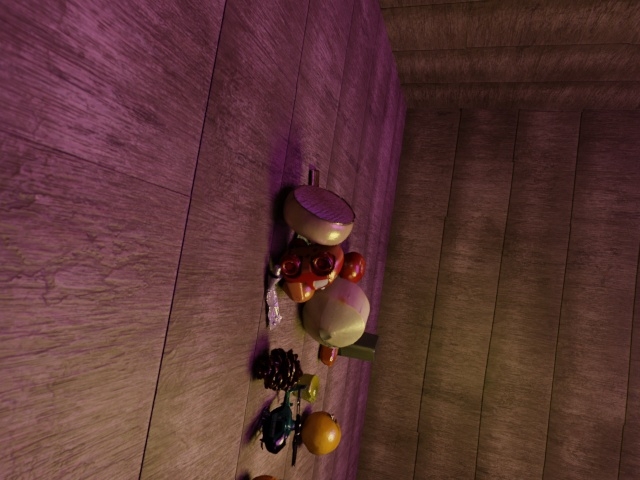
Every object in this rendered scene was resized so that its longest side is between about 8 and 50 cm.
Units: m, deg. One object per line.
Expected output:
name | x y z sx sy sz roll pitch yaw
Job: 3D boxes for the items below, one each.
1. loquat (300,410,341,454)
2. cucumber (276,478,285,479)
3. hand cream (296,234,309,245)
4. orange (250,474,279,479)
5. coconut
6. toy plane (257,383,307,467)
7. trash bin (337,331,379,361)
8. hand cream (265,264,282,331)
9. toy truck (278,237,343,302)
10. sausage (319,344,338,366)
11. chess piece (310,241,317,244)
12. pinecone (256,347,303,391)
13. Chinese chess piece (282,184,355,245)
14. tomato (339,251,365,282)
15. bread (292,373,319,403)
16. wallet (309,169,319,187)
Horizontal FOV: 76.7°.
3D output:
loquat | 0.005 0.958 2.019 0.208 0.208 0.208 7 90 -71
cucumber | -0.162 1.055 1.616 0.191 0.191 0.130 6 100 -71
hand cream | -0.071 0.037 1.699 0.175 0.046 0.095 67 38 -53
orange | -0.206 0.940 1.433 0.161 0.193 0.193 47 49 -37
coconut | 0.070 0.333 1.851 0.323 0.323 0.322 7 90 -71
toy plane | -0.144 0.690 1.576 0.381 0.155 0.106 -81 170 -68
trash bin | 0.235 0.645 2.512 0.164 0.241 0.122 -56 149 -55
hand cream | -0.169 0.206 1.478 0.084 0.050 0.256 -44 143 -58
toy truck | -0.033 0.121 1.534 0.189 0.265 0.239 -71 151 -61
sausage | 0.062 0.502 2.189 0.097 0.094 0.348 80 20 -74
chess piece | 0.000 0.000 1.804 0.397 0.117 0.117 76 28 -43
pinecone | -0.155 0.471 1.469 0.173 0.174 0.173 7 90 -71
Chinese chess piece | -0.006 -0.099 1.498 0.112 0.270 0.270 -62 172 28
tomato | 0.178 0.156 2.326 0.195 0.136 0.195 7 90 -68
bread | -0.064 0.664 1.842 0.111 0.114 0.129 -59 150 -51
wallet | -0.027 -0.220 1.762 0.095 0.026 0.176 -28 124 -70
